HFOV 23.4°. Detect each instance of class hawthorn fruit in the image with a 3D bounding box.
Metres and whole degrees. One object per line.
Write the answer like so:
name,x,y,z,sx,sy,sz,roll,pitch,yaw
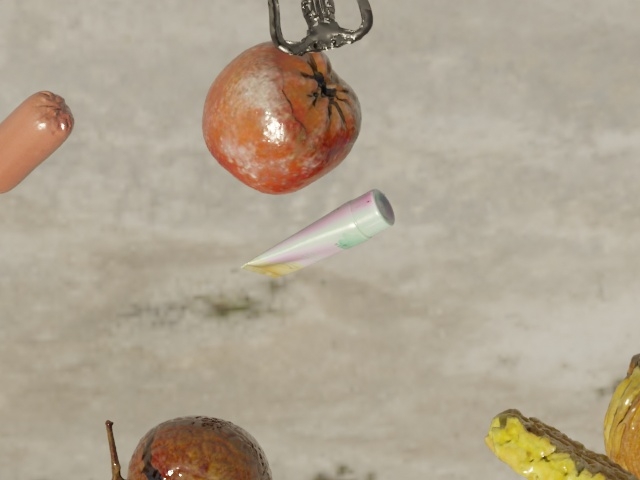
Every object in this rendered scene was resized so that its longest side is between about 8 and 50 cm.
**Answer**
hawthorn fruit,-0.048,-0.132,1.684,0.172,0.173,0.173,-5,153,-2

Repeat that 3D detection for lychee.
lychee,-0.096,0.173,1.095,0.140,0.114,0.101,-15,170,-38

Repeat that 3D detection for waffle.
waffle,0.258,0.239,1.601,0.160,0.211,0.055,23,99,-53

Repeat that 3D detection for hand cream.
hand cream,0.000,0.000,1.722,0.174,0.047,0.076,-27,157,23

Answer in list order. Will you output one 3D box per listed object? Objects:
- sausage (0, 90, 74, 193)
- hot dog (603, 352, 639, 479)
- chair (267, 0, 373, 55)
sausage,-0.321,-0.106,1.665,0.062,0.062,0.154,17,143,-37
hot dog,0.464,0.253,1.968,0.272,0.196,0.122,45,161,-16
chair,-0.021,-0.295,1.425,0.106,0.229,0.113,-13,176,7
